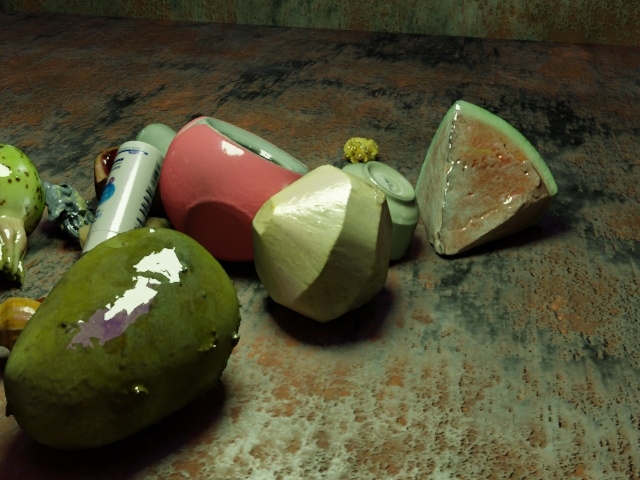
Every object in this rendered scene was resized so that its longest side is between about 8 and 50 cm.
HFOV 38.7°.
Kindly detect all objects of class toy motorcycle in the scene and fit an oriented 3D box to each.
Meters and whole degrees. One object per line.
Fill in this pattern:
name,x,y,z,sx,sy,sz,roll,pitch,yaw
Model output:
toy motorcycle,-0.500,-0.066,1.791,0.061,0.124,0.193,-44,20,9

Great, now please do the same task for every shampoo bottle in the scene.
shampoo bottle,-0.358,-0.036,1.626,0.092,0.092,0.303,5,55,9

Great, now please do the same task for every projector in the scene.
projector,-0.301,-0.160,1.994,0.108,0.108,0.337,-14,30,-27

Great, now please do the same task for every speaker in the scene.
speaker,-0.154,-0.103,1.700,0.294,0.294,0.294,0,26,0

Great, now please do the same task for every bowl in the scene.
bowl,0.103,-0.073,1.722,0.211,0.112,0.211,25,29,-15

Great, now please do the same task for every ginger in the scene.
ginger,-0.341,-0.003,1.708,0.213,0.074,0.137,-4,45,-2

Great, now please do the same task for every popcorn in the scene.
popcorn,0.098,-0.213,2.165,0.082,0.057,0.083,-4,22,-24

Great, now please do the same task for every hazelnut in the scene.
hazelnut,-0.358,-0.110,1.827,0.202,0.160,0.170,8,31,30

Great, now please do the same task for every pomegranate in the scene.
pomegranate,-0.611,-0.046,1.647,0.204,0.222,0.276,15,39,-16

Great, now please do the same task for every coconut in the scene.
coconut,0.000,0.000,1.503,0.259,0.259,0.259,0,26,0

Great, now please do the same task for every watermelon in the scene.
watermelon,0.306,-0.080,1.849,0.283,0.292,0.250,34,-7,11

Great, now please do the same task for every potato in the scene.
potato,-0.263,0.143,1.258,0.270,0.219,0.359,22,43,10

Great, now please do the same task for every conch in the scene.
conch,-0.390,0.148,1.405,0.330,0.093,0.109,14,4,-18
